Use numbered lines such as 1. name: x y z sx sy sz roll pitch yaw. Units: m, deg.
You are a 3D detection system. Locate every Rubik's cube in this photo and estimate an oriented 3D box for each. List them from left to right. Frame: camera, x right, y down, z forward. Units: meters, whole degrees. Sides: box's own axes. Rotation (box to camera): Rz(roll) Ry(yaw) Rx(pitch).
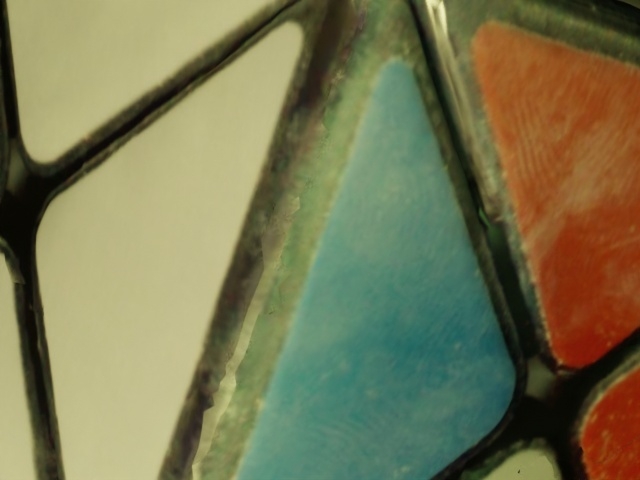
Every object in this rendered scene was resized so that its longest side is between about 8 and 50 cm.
1. Rubik's cube: 0.000 0.000 0.784 0.307 0.310 0.305 9 106 -42
